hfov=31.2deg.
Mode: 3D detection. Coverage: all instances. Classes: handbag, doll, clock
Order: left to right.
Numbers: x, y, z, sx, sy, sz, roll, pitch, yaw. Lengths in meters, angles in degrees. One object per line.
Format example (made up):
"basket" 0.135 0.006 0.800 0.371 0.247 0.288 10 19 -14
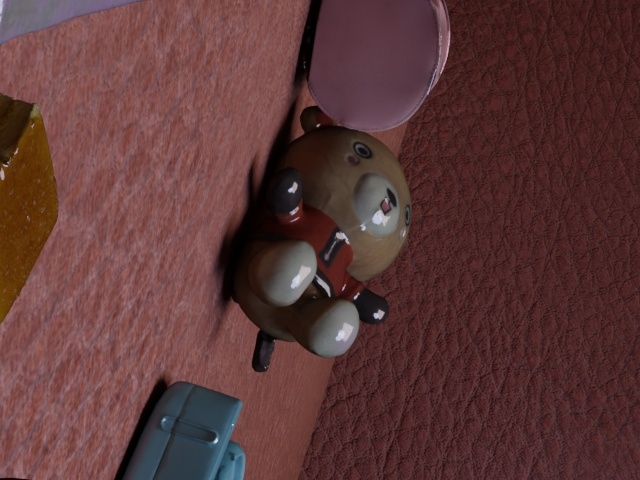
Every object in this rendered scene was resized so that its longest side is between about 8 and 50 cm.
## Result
"clock" -0.146 0.287 1.176 0.274 0.094 0.224 91 18 -60
"doll" 0.000 0.000 1.373 0.174 0.235 0.330 -21 -153 42
"handbag" 0.070 -0.240 1.391 0.116 0.179 0.205 -32 134 -68

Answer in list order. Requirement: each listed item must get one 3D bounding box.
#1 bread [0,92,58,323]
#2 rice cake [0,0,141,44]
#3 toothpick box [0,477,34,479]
"bread" -0.170 -0.013 0.590 0.094 0.035 0.090 96 13 -54
"rice cake" -0.116 -0.157 0.606 0.365 0.056 0.073 -55 153 -69
"toothpick box" -0.173 0.275 0.550 0.192 0.192 0.294 95 13 -55
